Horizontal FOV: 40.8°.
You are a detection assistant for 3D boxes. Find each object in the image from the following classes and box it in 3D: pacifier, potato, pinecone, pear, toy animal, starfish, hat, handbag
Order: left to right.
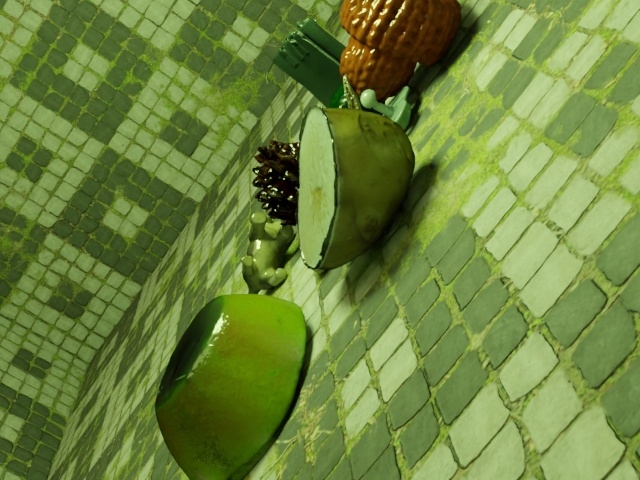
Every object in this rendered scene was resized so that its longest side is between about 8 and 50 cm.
[{"bbox_3d":[-0.196,0.259,1.628,0.399,0.165,0.399,-48,22,27],"label":"pear"},{"bbox_3d":[-0.129,0.022,2.073,0.169,0.121,0.233,116,167,-54],"label":"toy animal"},{"bbox_3d":[-0.055,-0.128,1.986,0.221,0.221,0.221,-51,16,21],"label":"pinecone"},{"bbox_3d":[0.003,-0.486,2.400,0.079,0.260,0.247,-57,13,-18],"label":"handbag"},{"bbox_3d":[0.082,-0.240,1.869,0.213,0.057,0.238,-132,36,-60],"label":"starfish"},{"bbox_3d":[0.072,-0.092,1.569,0.246,0.196,0.300,173,100,-74],"label":"potato"},{"bbox_3d":[0.115,-0.420,1.927,0.400,0.285,0.285,-54,15,23],"label":"hat"},{"bbox_3d":[0.134,-0.279,1.846,0.127,0.116,0.150,-51,17,43],"label":"pacifier"}]

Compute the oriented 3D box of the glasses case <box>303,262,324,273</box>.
[{"bbox_3d":[0.000,0.000,1.824,0.083,0.050,0.196,-54,15,20],"label":"glasses case"}]
